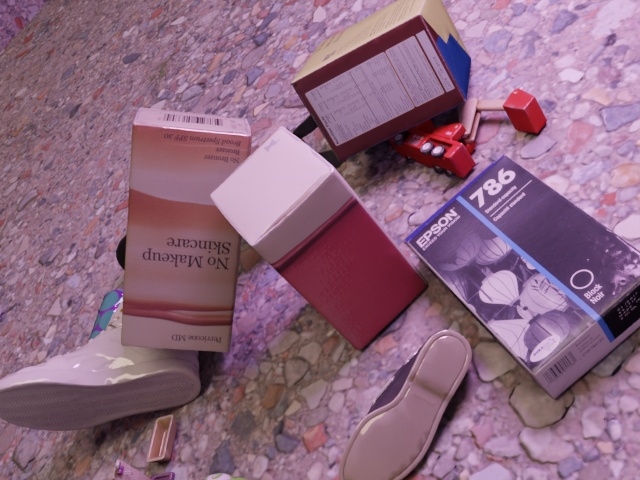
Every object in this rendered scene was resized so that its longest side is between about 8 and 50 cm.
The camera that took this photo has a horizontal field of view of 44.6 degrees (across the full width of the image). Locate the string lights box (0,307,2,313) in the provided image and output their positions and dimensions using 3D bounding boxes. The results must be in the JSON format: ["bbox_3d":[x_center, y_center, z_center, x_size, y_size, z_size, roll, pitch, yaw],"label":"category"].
[{"bbox_3d":[-0.776,0.183,1.599,0.259,0.077,0.133,-5,54,39],"label":"string lights box"}]

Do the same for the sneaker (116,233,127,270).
[{"bbox_3d":[-0.234,-0.047,1.335,0.270,0.090,0.145,-43,6,32],"label":"sneaker"}]

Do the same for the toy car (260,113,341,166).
[{"bbox_3d":[-0.056,-0.109,1.185,0.188,0.155,0.149,-32,38,-5],"label":"toy car"}]

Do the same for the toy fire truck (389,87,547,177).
[{"bbox_3d":[0.196,-0.154,1.070,0.135,0.047,0.192,-48,36,-9],"label":"toy fire truck"}]

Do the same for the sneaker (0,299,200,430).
[{"bbox_3d":[-0.319,0.172,1.137,0.292,0.108,0.169,-7,39,-3],"label":"sneaker"}]

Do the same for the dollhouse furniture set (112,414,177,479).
[{"bbox_3d":[-0.249,0.280,1.038,0.091,0.081,0.114,-19,44,28],"label":"dollhouse furniture set"}]

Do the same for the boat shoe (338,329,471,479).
[{"bbox_3d":[0.093,0.189,0.856,0.206,0.075,0.065,-54,-4,-4],"label":"boat shoe"}]

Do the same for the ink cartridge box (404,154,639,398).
[{"bbox_3d":[0.216,0.012,0.890,0.165,0.065,0.333,-43,37,2],"label":"ink cartridge box"}]

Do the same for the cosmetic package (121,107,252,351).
[{"bbox_3d":[-0.180,-0.014,1.034,0.153,0.296,0.129,3,18,-9],"label":"cosmetic package"}]

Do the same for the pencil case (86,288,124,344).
[{"bbox_3d":[-0.330,0.152,1.242,0.070,0.064,0.152,10,51,-4],"label":"pencil case"}]

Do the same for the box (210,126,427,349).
[{"bbox_3d":[0.000,0.000,0.953,0.127,0.232,0.148,-44,38,-1],"label":"box"}]

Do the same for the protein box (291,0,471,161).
[{"bbox_3d":[0.095,-0.245,1.127,0.201,0.136,0.200,-23,22,24],"label":"protein box"}]

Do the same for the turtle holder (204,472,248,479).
[{"bbox_3d":[-0.227,0.362,0.817,0.320,0.243,0.227,-59,14,8],"label":"turtle holder"}]
